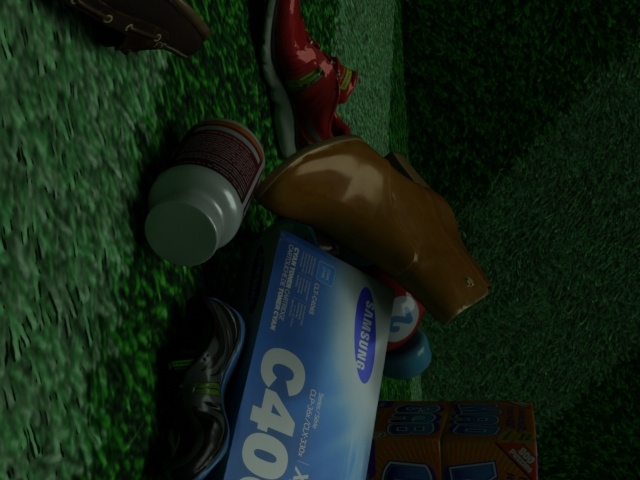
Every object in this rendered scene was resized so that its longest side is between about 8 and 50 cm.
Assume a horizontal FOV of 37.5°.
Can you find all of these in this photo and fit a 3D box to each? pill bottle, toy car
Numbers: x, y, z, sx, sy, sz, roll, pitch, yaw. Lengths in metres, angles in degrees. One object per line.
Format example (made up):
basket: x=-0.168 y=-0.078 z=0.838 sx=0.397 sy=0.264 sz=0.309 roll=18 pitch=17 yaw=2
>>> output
pill bottle: x=-0.106 y=-0.044 z=0.855 sx=0.152 sy=0.086 sz=0.086 roll=-73 pitch=159 yaw=-58
toy car: x=0.004 y=0.121 z=1.148 sx=0.238 sy=0.210 sz=0.219 roll=-57 pitch=136 yaw=-48

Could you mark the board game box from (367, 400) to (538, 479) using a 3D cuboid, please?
board game box: x=0.265 y=0.542 z=1.942 sx=0.356 sy=0.356 sz=0.356 roll=-12 pitch=100 yaw=-78

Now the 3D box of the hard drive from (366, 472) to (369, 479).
hard drive: x=0.045 y=0.505 z=1.616 sx=0.172 sy=0.054 sz=0.255 roll=69 pitch=23 yaw=-59

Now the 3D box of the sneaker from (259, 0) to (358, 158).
sneaker: x=-0.010 y=-0.231 z=1.262 sx=0.107 sy=0.118 sz=0.279 roll=-80 pitch=164 yaw=-46

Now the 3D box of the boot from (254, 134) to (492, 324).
boot: x=0.076 y=-0.001 z=1.008 sx=0.295 sy=0.104 sz=0.211 roll=-7 pitch=59 yaw=-56

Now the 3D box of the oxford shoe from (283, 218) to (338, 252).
oxford shoe: x=0.000 y=0.000 z=1.350 sx=0.227 sy=0.096 sz=0.083 roll=-10 pitch=101 yaw=-77

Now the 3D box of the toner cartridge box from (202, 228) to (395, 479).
toner cartridge box: x=-0.031 y=0.178 z=0.943 sx=0.165 sy=0.075 sz=0.348 roll=29 pitch=56 yaw=-29

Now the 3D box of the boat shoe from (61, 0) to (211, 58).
boat shoe: x=-0.150 y=-0.182 z=0.726 sx=0.073 sy=0.073 sz=0.207 roll=-53 pitch=162 yaw=1

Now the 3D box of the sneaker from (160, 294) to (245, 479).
sneaker: x=-0.120 y=0.135 z=0.864 sx=0.078 sy=0.067 sz=0.188 roll=45 pitch=43 yaw=-43
